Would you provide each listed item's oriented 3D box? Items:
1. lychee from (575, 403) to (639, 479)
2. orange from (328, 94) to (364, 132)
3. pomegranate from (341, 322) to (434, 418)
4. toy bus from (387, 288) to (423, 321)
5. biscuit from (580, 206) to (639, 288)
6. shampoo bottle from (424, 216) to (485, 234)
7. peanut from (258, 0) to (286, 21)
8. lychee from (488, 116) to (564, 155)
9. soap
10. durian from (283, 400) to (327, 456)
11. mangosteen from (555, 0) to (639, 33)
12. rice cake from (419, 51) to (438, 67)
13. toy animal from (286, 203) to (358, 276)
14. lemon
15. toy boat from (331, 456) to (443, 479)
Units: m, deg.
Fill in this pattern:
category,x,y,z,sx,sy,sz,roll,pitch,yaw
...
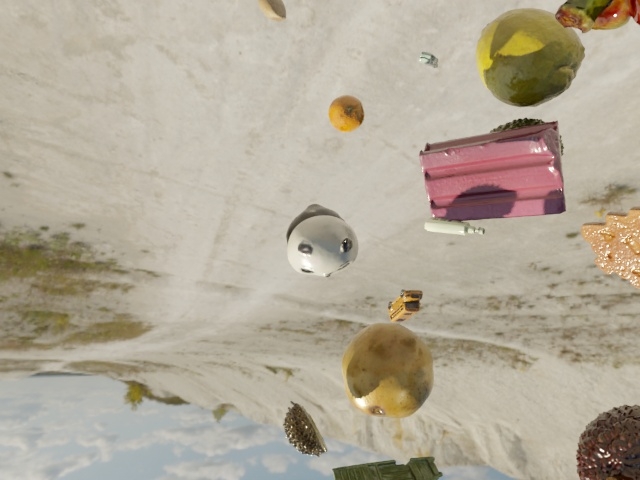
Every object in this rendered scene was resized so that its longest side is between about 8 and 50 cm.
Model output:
category,x,y,z,sx,sy,sz,roll,pitch,yaw
lychee,0.615,0.420,0.770,0.271,0.236,0.236,-7,168,-30
orange,0.058,-0.284,0.940,0.083,0.083,0.083,-2,163,-1
pomegranate,0.205,0.409,1.311,0.307,0.307,0.307,-2,163,-1
toy bus,0.350,0.269,1.722,0.083,0.088,0.194,3,150,-15
biscuit,0.972,0.005,1.285,0.043,0.284,0.306,-22,153,-22
shampoo bottle,0.333,-0.033,1.038,0.141,0.034,0.049,11,-163,33
peanut,-0.158,-0.771,1.384,0.076,0.152,0.076,-20,148,-13
lychee,0.624,-0.247,1.370,0.270,0.270,0.320,1,136,-9
soap,0.485,-0.185,1.192,0.359,0.233,0.128,-3,-153,33
durian,-0.058,0.545,1.207,0.091,0.188,0.148,-31,133,-6
mangosteen,0.401,-0.358,0.477,0.302,0.275,0.275,-43,153,7
rice cake,0.293,-0.483,1.125,0.033,0.029,0.171,20,-157,15
toy animal,0.001,0.007,1.112,0.187,0.165,0.235,-11,-162,-6
lemon,0.620,-0.558,1.281,0.316,0.285,0.285,26,174,23
toy boat,0.174,0.628,1.113,0.293,0.055,0.093,0,-160,-11
